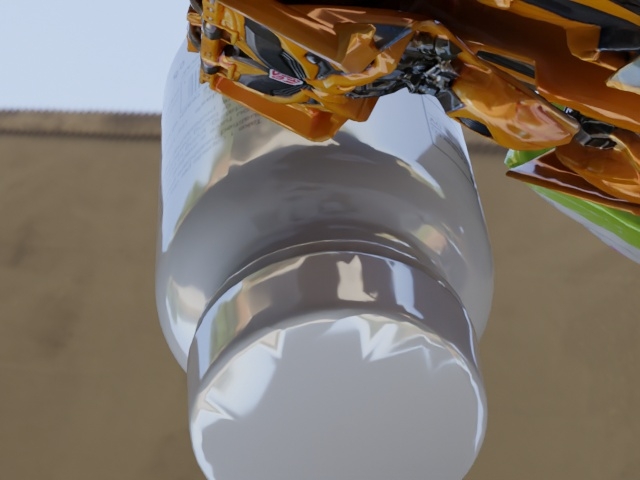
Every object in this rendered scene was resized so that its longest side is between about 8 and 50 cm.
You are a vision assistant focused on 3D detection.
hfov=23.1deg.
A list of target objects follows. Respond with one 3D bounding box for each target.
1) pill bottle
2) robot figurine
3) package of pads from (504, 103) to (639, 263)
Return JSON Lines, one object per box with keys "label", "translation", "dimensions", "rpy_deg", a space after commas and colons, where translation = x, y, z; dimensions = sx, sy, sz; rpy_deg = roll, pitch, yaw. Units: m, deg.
{"label": "pill bottle", "translation": [0.000, 0.000, 0.622], "dimensions": [0.131, 0.131, 0.229], "rpy_deg": [-21, -147, 10]}
{"label": "robot figurine", "translation": [0.080, -0.060, 0.478], "dimensions": [0.291, 0.211, 0.085], "rpy_deg": [16, -99, -2]}
{"label": "package of pads", "translation": [0.244, -0.057, 0.669], "dimensions": [0.296, 0.101, 0.229], "rpy_deg": [33, -80, 40]}
